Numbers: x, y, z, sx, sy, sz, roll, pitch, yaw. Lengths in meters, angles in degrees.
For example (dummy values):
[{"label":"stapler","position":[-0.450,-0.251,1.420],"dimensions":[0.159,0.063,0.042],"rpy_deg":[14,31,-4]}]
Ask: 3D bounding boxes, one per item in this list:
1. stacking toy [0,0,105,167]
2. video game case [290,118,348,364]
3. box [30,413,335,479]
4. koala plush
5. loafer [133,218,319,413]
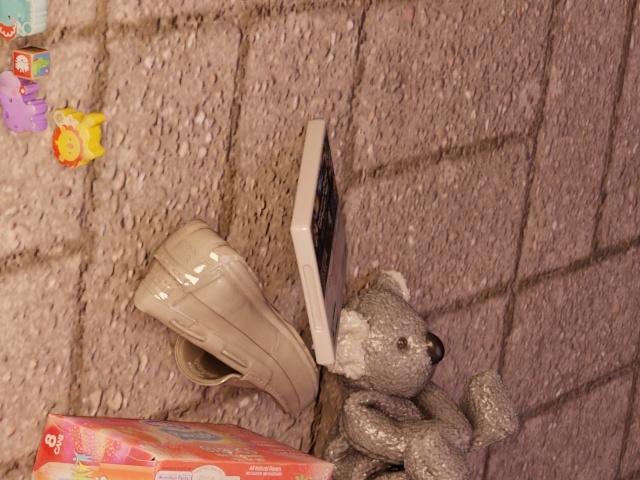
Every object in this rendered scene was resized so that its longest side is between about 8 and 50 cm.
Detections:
[{"label":"stacking toy","position":[-0.247,-0.155,1.573],"dimensions":[0.167,0.052,0.221],"rpy_deg":[-19,118,-52]},{"label":"video game case","position":[0.000,0.000,1.936],"dimensions":[0.190,0.022,0.173],"rpy_deg":[-82,165,-53]},{"label":"box","position":[-0.136,0.259,1.835],"dimensions":[0.300,0.142,0.154],"rpy_deg":[11,96,-57]},{"label":"koala plush","position":[0.074,0.153,2.094],"dimensions":[0.196,0.203,0.221],"rpy_deg":[-38,113,-52]},{"label":"loafer","position":[-0.092,0.094,1.869],"dimensions":[0.111,0.112,0.319],"rpy_deg":[-43,143,-6]}]
